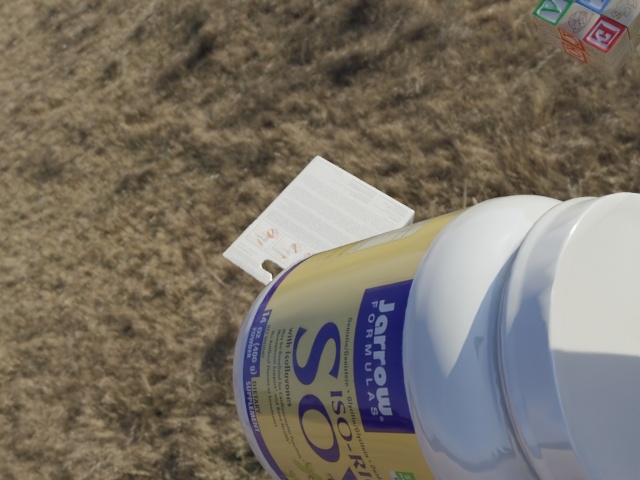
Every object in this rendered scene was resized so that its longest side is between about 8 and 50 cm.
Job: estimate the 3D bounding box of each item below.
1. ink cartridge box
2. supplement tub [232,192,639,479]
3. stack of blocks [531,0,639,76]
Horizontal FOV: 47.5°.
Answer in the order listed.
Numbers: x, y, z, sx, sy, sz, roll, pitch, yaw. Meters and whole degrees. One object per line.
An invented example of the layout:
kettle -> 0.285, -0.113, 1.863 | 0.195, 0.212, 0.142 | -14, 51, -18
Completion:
ink cartridge box -> 0.000, 0.000, 1.051 | 0.181, 0.056, 0.224 | 32, 66, 19
supplement tub -> 0.107, 0.100, 0.562 | 0.331, 0.241, 0.241 | -19, 38, 53
stack of blocks -> 0.434, -0.408, 1.032 | 0.171, 0.087, 0.297 | 40, 99, 29
